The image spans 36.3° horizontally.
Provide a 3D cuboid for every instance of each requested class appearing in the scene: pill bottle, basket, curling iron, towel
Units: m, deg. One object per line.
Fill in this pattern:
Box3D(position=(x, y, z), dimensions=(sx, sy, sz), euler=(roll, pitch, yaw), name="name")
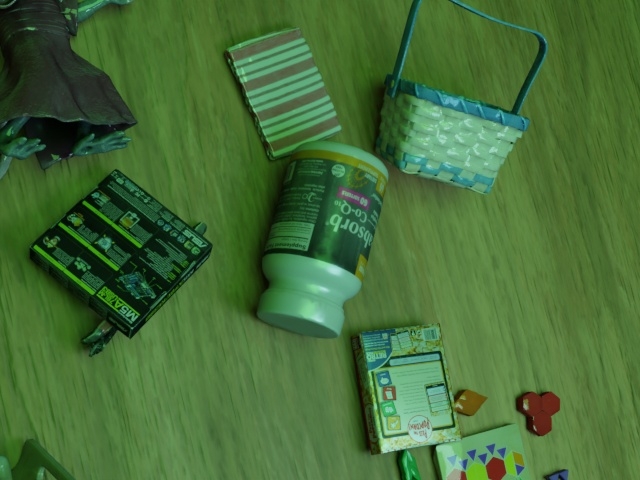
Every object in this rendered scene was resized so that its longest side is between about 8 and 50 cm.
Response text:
Box3D(position=(0.000, 0.000, 1.508), dimensions=(0.162, 0.162, 0.278), euler=(20, 73, -20), name="pill bottle")
Box3D(position=(0.222, -0.240, 1.613), dimensions=(0.255, 0.201, 0.289), euler=(17, 105, -22), name="basket")
Box3D(position=(-0.259, 0.064, 1.441), dimensions=(0.035, 0.068, 0.274), euler=(44, 61, -10), name="curling iron")
Box3D(position=(-0.060, -0.243, 1.602), dimensions=(0.144, 0.029, 0.197), euler=(-24, 94, -26), name="towel")

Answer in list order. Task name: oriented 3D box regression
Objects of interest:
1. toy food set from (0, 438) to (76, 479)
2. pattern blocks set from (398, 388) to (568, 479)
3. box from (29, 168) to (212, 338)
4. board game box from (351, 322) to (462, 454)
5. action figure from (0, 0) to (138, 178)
Box3D(position=(-0.464, 0.311, 1.180), dimensions=(0.306, 0.220, 0.092), euler=(-6, 102, -34), name="toy food set")
Box3D(position=(0.277, 0.391, 1.638), dimensions=(0.325, 0.026, 0.285), euler=(0, 80, -24), name="pattern blocks set")
Box3D(position=(-0.284, 0.016, 1.402), dimensions=(0.190, 0.045, 0.184), euler=(37, 61, 5), name="box")
Box3D(position=(0.138, 0.238, 1.575), dimensions=(0.146, 0.045, 0.193), euler=(-4, 75, -21), name="board game box")
Box3D(position=(-0.408, -0.282, 1.400), dimensions=(0.275, 0.248, 0.370), euler=(-25, 75, 16), name="action figure")
